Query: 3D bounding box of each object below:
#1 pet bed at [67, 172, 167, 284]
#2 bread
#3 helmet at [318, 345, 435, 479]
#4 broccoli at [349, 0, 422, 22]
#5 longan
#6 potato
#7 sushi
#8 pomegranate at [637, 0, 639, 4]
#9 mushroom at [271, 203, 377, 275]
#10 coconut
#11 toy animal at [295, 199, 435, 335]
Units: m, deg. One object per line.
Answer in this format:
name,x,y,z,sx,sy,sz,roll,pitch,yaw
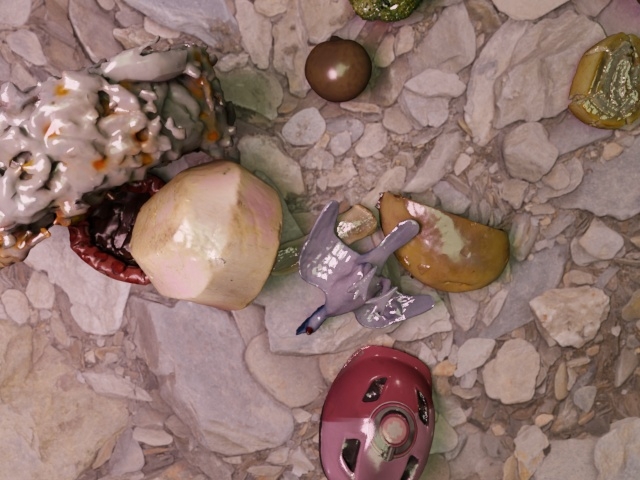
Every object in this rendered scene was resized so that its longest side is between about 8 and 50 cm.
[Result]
pet bed,-0.312,-0.020,0.840,0.201,0.053,0.201,-1,97,-7
bread,0.484,-0.263,0.833,0.118,0.064,0.156,10,96,-4
helmet,0.098,0.323,0.840,0.198,0.154,0.253,19,99,-2
broccoli,0.100,-0.415,0.780,0.146,0.138,0.162,-52,55,10
longan,0.028,-0.276,0.806,0.113,0.092,0.113,-3,78,17
potato,0.198,0.015,0.838,0.243,0.098,0.138,18,97,-2
sushi,-0.298,-0.129,0.661,0.418,0.417,0.175,-26,113,1
pomegranate,0.546,-0.450,0.762,0.159,0.190,0.241,-33,97,26
mushroom,0.001,0.003,0.856,0.202,0.054,0.059,-28,90,6
coconut,-0.150,-0.007,0.761,0.237,0.197,0.236,-8,102,-43
toy animal,0.052,0.063,0.810,0.239,0.176,0.255,45,81,-15
